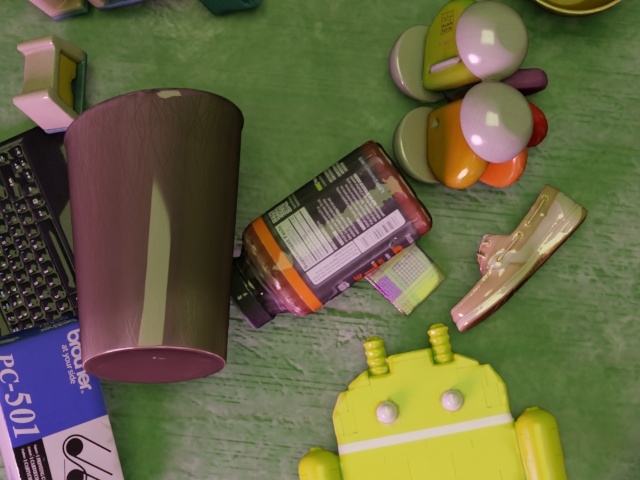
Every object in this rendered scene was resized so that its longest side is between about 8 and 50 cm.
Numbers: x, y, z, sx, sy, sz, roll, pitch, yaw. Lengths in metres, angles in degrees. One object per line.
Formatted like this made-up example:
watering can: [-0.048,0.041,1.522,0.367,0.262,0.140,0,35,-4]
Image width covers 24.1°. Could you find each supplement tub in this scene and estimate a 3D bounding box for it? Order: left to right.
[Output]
supplement tub: [0.000,0.000,1.410,0.198,0.106,0.106,-35,82,4]

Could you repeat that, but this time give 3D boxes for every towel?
towel: [0.074,0.025,1.455,0.083,0.009,0.060,45,86,6]

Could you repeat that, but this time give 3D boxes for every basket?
basket: [-0.152,0.005,1.356,0.154,0.204,0.226,10,68,-32]

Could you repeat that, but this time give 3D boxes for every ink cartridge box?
ink cartridge box: [-0.244,0.181,1.380,0.097,0.046,0.207,-18,103,-27]

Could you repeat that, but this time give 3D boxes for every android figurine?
android figurine: [0.105,0.217,1.407,0.248,0.056,0.272,-9,84,2]

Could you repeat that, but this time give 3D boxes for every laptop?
laptop: [-0.317,0.020,1.409,0.264,0.136,0.234,-24,83,-1]

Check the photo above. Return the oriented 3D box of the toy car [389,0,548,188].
toy car: [0.155,-0.137,1.418,0.136,0.159,0.182,2,81,-32]

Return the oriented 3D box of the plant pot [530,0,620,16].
plant pot: [0.241,-0.270,1.442,0.134,0.095,0.134,0,82,2]

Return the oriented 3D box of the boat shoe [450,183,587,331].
boat shoe: [0.178,0.015,1.429,0.170,0.063,0.059,-43,80,-13]

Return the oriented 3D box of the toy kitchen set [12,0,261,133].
toy kitchen set: [-0.174,-0.196,1.447,0.207,0.122,0.166,-9,69,23]
